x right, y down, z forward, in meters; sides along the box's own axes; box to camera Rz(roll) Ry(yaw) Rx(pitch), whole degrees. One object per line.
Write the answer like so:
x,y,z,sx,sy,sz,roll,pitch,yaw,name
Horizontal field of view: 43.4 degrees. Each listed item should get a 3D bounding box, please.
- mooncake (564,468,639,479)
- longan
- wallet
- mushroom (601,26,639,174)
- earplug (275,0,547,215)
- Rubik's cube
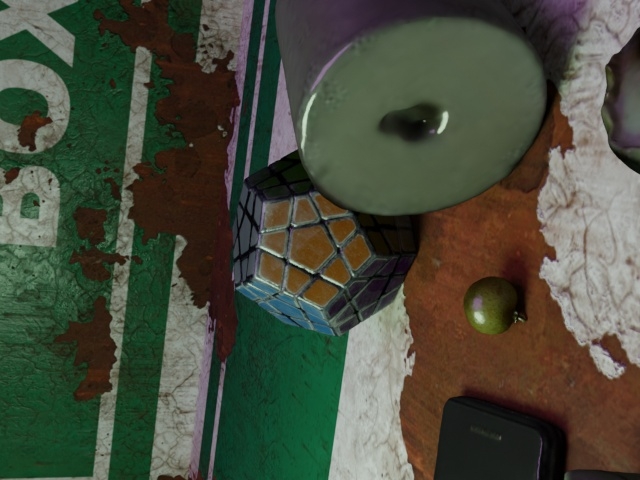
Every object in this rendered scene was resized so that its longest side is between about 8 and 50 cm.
0.274,0.348,0.714,0.250,0.136,0.254,-125,44,-55,mooncake
0.223,0.084,1.023,0.083,0.075,0.075,19,108,26,longan
0.215,0.281,1.020,0.250,0.044,0.148,-178,97,-70,wallet
0.367,-0.149,0.612,0.344,0.130,0.247,139,149,-60,mushroom
0.091,-0.268,1.100,0.393,0.313,0.312,-104,28,-44,earplug
0.001,0.000,1.337,0.264,0.319,0.319,-63,14,-19,Rubik's cube
